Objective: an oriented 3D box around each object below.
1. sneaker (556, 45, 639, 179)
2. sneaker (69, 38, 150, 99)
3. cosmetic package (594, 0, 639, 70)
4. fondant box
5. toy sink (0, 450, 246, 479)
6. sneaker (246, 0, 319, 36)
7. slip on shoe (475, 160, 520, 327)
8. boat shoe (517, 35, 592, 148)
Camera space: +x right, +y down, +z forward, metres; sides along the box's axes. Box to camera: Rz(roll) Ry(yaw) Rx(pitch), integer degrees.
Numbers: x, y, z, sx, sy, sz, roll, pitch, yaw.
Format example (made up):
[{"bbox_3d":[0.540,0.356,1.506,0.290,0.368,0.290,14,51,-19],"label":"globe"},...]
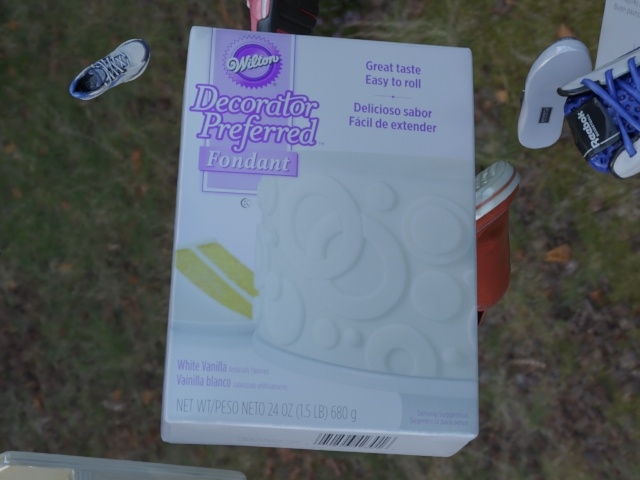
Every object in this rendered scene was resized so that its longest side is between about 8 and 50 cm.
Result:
[{"bbox_3d":[0.326,-0.138,1.100,0.127,0.182,0.315,60,160,13],"label":"sneaker"},{"bbox_3d":[-0.301,-0.239,1.730,0.135,0.058,0.052,-32,96,15],"label":"sneaker"},{"bbox_3d":[0.573,-0.231,1.397,0.329,0.394,0.327,-135,46,-63],"label":"cosmetic package"},{"bbox_3d":[0.000,0.000,0.985,0.096,0.238,0.330,110,163,-69],"label":"fondant box"},{"bbox_3d":[-0.192,0.292,1.092,0.153,0.234,0.131,-56,34,37],"label":"toy sink"},{"bbox_3d":[-0.085,-0.413,1.863,0.136,0.116,0.314,-9,71,34],"label":"sneaker"},{"bbox_3d":[0.161,0.018,1.291,0.101,0.123,0.331,42,157,13],"label":"slip on shoe"},{"bbox_3d":[0.309,-0.211,1.625,0.228,0.080,0.076,87,-177,-63],"label":"boat shoe"}]
